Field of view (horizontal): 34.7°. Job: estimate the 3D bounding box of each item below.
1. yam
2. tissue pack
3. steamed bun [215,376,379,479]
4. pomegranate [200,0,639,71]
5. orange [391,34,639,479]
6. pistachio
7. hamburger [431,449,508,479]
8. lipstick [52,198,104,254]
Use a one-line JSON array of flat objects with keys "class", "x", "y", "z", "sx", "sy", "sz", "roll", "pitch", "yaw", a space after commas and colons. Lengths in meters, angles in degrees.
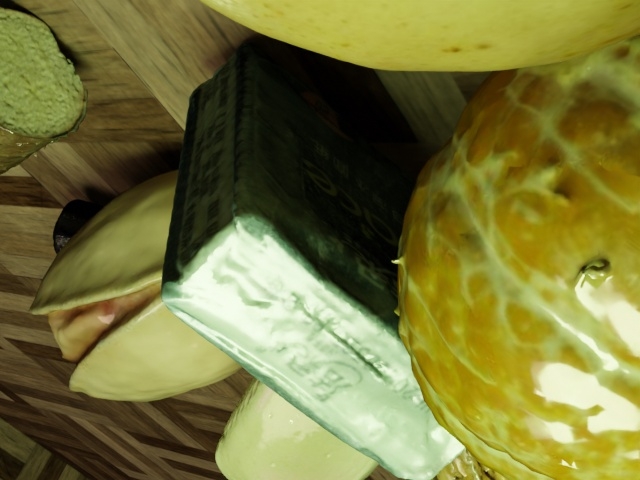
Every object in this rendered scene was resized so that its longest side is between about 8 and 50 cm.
[{"class": "yam", "x": -0.327, "y": -0.130, "z": 1.000, "sx": 0.128, "sy": 0.129, "sz": 0.238, "roll": 6, "pitch": 165, "yaw": -33}, {"class": "tissue pack", "x": 0.000, "y": 0.000, "z": 0.758, "sx": 0.228, "sy": 0.316, "sz": 0.103, "roll": 37, "pitch": 112, "yaw": -22}, {"class": "steamed bun", "x": 0.017, "y": 0.142, "z": 0.954, "sx": 0.152, "sy": 0.170, "sz": 0.239, "roll": 33, "pitch": 123, "yaw": -3}, {"class": "pomegranate", "x": 0.027, "y": -0.204, "z": 0.354, "sx": 0.319, "sy": 0.319, "sz": 0.319, "roll": 21, "pitch": 154, "yaw": 11}, {"class": "orange", "x": 0.194, "y": 0.001, "z": 0.543, "sx": 0.249, "sy": 0.329, "sz": 0.329, "roll": 39, "pitch": 162, "yaw": 27}, {"class": "pistachio", "x": -0.157, "y": 0.049, "z": 1.051, "sx": 0.308, "sy": 0.230, "sz": 0.230, "roll": -26, "pitch": 128, "yaw": 27}, {"class": "hamburger", "x": 0.186, "y": 0.164, "z": 0.996, "sx": 0.213, "sy": 0.214, "sz": 0.108, "roll": 34, "pitch": 157, "yaw": -16}, {"class": "lipstick", "x": -0.170, "y": 0.025, "z": 1.205, "sx": 0.299, "sy": 0.081, "sz": 0.081, "roll": 18, "pitch": 153, "yaw": 10}]
